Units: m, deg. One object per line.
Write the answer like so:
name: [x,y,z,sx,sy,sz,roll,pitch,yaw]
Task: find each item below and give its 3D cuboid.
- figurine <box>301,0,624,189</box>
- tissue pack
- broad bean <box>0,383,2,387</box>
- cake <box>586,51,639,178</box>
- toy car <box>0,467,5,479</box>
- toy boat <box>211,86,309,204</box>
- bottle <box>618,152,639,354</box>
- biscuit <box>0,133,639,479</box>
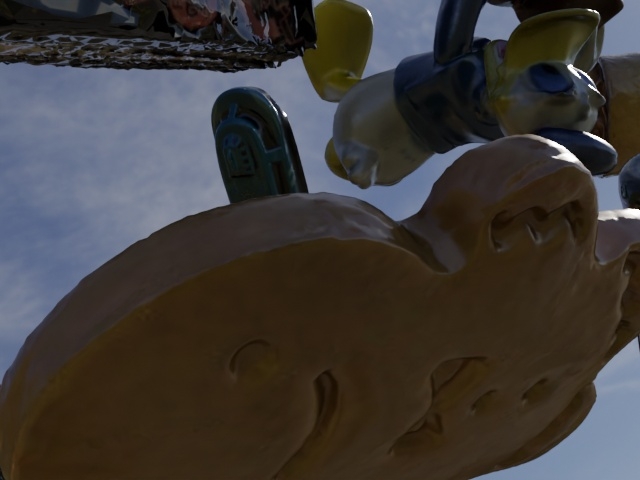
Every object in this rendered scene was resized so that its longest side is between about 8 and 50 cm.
figurine: [0.149,-0.120,0.739,0.283,0.338,0.204,-40,-58,1]
tissue pack: [-0.145,-0.242,0.613,0.123,0.245,0.332,-3,5,37]
broad bean: [-0.500,0.314,1.349,0.228,0.156,0.122,-43,7,-28]
cake: [0.424,-0.181,1.352,0.178,0.207,0.185,-10,-42,1]
toy car: [-0.391,0.306,1.059,0.143,0.054,0.073,-21,-62,40]
toy boat: [-0.103,-0.088,1.403,0.134,0.298,0.092,-6,20,31]
bottle: [0.419,0.067,0.987,0.144,0.144,0.336,-19,-68,-10]
biscuit: [0.030,0.069,0.438,0.355,0.052,0.275,0,-50,-35]
